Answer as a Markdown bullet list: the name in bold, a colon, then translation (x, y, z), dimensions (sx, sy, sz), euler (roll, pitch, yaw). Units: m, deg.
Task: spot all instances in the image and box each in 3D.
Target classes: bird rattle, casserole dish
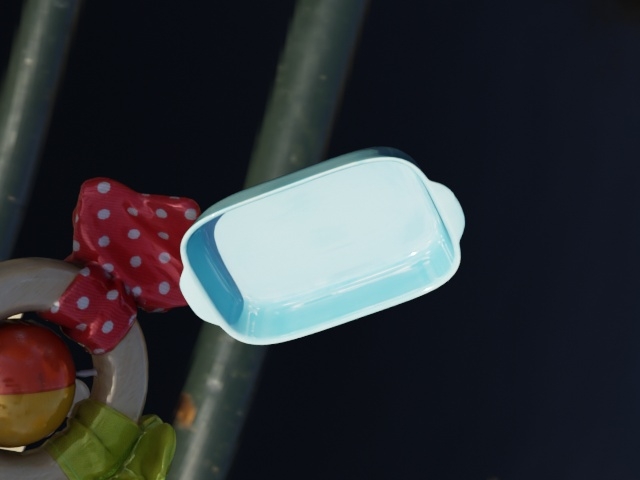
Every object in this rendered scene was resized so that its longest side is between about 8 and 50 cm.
- **bird rattle**: translation (-0.168, 0.085, 1.030), dimensions (0.207, 0.143, 0.254), euler (-5, 112, -32)
- **casserole dish**: translation (0.000, 0.000, 1.001), dimensions (0.037, 0.188, 0.114), euler (-91, 157, -54)

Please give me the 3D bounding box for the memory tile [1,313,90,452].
- **memory tile**: translation (-0.301, 0.129, 1.502), dimensions (0.113, 0.148, 0.012), euler (-36, 167, -18)
